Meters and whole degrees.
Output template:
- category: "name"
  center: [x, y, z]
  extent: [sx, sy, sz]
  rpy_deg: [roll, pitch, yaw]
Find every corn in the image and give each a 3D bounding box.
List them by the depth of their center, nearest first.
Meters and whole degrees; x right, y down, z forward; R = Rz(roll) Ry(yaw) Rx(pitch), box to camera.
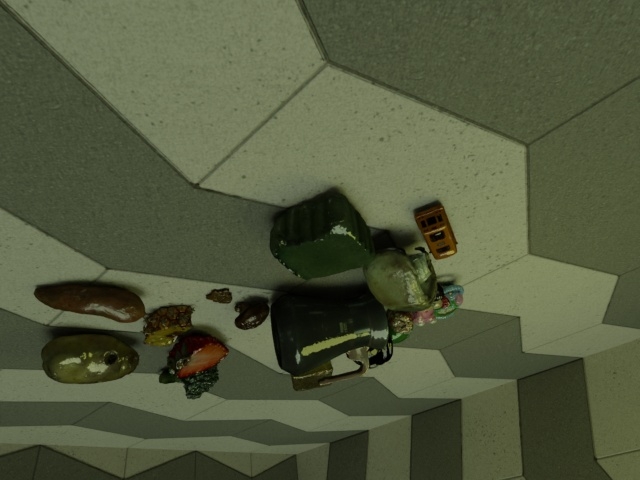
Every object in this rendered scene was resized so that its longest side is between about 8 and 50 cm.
- category: "corn"
  center: [0.252, 0.217, 1.355]
  extent: [0.079, 0.237, 0.080]
  rpy_deg: [2, 107, 7]

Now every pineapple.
- category: "pineapple"
  center: [-0.508, 0.278, 1.362]
  extent: [0.135, 0.080, 0.233]
  rpy_deg: [22, 134, -33]

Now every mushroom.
- category: "mushroom"
  center: [0.229, 0.121, 1.219]
  extent: [0.189, 0.164, 0.267]
  rpy_deg: [-9, 162, 20]
- category: "mushroom"
  center: [-0.222, 0.245, 1.377]
  extent: [0.109, 0.085, 0.126]
  rpy_deg: [13, 144, -30]

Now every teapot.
- category: "teapot"
  center: [0.026, 0.303, 1.360]
  extent: [0.343, 0.301, 0.253]
  rpy_deg: [-8, -177, -12]

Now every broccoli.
- category: "broccoli"
  center: [-0.541, 0.518, 1.639]
  extent: [0.274, 0.177, 0.199]
  rpy_deg: [-5, 152, 16]

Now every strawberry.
- category: "strawberry"
  center: [-0.440, 0.392, 1.522]
  extent: [0.190, 0.111, 0.236]
  rpy_deg: [-48, 154, 9]

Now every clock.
- category: "clock"
  center: [0.394, 0.204, 1.462]
  extent: [0.193, 0.100, 0.196]
  rpy_deg: [-13, 147, -2]

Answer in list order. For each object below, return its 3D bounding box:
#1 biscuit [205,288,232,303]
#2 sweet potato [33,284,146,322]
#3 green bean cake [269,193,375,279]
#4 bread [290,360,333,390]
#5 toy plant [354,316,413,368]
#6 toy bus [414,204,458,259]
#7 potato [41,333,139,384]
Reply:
- category: "biscuit"
  center: [-0.309, 0.178, 1.325]
  extent: [0.082, 0.016, 0.092]
  rpy_deg: [-18, 142, 11]
- category: "sweet potato"
  center: [-0.629, 0.165, 1.173]
  extent: [0.291, 0.098, 0.097]
  rpy_deg: [16, 138, -19]
- category: "green bean cake"
  center: [0.000, 0.000, 1.063]
  extent: [0.226, 0.125, 0.222]
  rpy_deg: [-22, 145, 19]
- category: "bread"
  center: [-0.045, 0.570, 1.855]
  extent: [0.184, 0.111, 0.234]
  rpy_deg: [-9, 146, -7]
- category: "toy plant"
  center: [0.223, 0.367, 1.601]
  extent: [0.235, 0.176, 0.218]
  rpy_deg: [-21, 162, -35]
- category: "toy bus"
  center: [0.319, -0.011, 1.151]
  extent: [0.083, 0.088, 0.194]
  rpy_deg: [-21, 144, 17]
- category: "potato"
  center: [-0.758, 0.391, 1.407]
  extent: [0.296, 0.141, 0.192]
  rpy_deg: [19, 119, -33]
